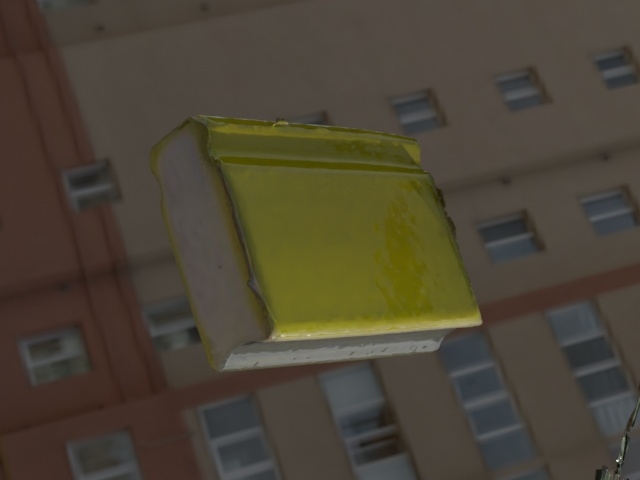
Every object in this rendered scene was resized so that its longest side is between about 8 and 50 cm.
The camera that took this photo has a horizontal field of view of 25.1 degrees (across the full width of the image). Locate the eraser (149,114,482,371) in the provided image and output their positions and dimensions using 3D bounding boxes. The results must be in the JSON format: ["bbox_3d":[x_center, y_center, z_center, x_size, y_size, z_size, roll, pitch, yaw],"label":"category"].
[{"bbox_3d":[0.000,0.000,0.961,0.069,0.226,0.158,-30,-110,39],"label":"eraser"}]

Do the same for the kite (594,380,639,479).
[{"bbox_3d":[0.263,0.212,1.287,0.250,0.012,0.229,-71,160,-4],"label":"kite"}]
